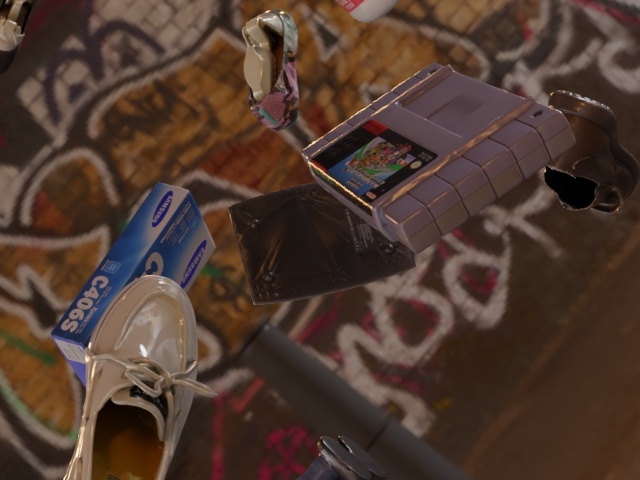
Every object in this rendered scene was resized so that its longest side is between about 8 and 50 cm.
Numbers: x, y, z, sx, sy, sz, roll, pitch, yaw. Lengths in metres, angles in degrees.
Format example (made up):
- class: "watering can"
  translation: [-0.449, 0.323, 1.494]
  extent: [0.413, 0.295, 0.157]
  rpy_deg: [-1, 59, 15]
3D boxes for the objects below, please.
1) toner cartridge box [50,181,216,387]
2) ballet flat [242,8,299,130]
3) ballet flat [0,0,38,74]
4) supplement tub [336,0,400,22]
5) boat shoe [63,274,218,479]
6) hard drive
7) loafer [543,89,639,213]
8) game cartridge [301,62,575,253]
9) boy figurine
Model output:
- class: "toner cartridge box"
  translation: [-0.316, 0.083, 2.162]
  extent: [0.348, 0.075, 0.165]
  rpy_deg: [-59, -30, -30]
- class: "ballet flat"
  translation: [-0.071, -0.245, 1.662]
  extent: [0.077, 0.079, 0.222]
  rpy_deg: [-24, 50, 25]
- class: "ballet flat"
  translation: [-0.541, -0.385, 2.175]
  extent: [0.074, 0.074, 0.203]
  rpy_deg: [131, 158, -66]
- class: "supplement tub"
  translation: [0.023, -0.418, 1.515]
  extent: [0.191, 0.272, 0.191]
  rpy_deg: [-46, 10, 11]
- class: "boat shoe"
  translation: [-0.192, 0.176, 1.316]
  extent: [0.156, 0.135, 0.367]
  rpy_deg: [-42, 26, 51]
- class: "hard drive"
  translation: [0.000, 0.000, 1.869]
  extent: [0.254, 0.172, 0.054]
  rpy_deg: [-13, -13, -14]
- class: "loafer"
  translation: [0.389, -0.108, 1.905]
  extent: [0.130, 0.133, 0.366]
  rpy_deg: [-64, -28, -6]
- class: "game cartridge"
  translation: [0.122, -0.111, 1.491]
  extent: [0.230, 0.068, 0.355]
  rpy_deg: [-31, 24, -8]
- class: "boy figurine"
  translation: [-0.047, 0.370, 1.547]
  extent: [0.285, 0.092, 0.177]
  rpy_deg: [-52, -24, 7]
